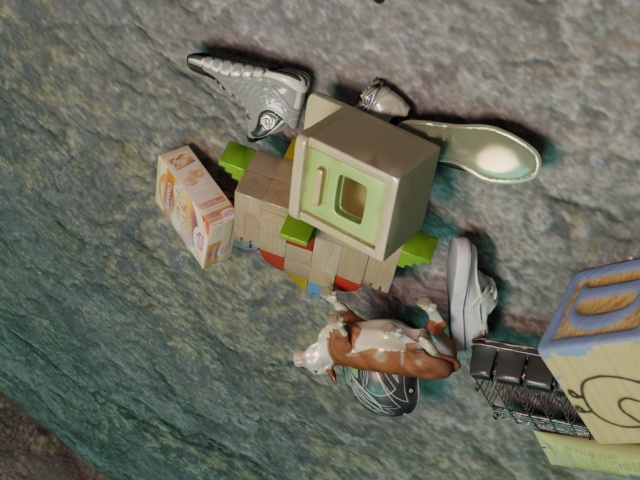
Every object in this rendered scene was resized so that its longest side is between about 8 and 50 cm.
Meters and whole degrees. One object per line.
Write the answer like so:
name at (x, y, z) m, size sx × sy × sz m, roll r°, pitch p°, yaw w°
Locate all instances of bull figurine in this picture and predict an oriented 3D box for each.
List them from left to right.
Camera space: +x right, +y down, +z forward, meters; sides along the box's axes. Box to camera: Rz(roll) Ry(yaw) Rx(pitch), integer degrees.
bull figurine at (0.087, 0.174, 1.504) m, size 0.311 × 0.101 × 0.188 m, roll 0°, pitch 141°, yaw 23°

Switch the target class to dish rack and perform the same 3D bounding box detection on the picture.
dish rack at (0.379, 0.267, 1.504) m, size 0.208 × 0.074 × 0.271 m, roll 9°, pitch 154°, yaw 29°

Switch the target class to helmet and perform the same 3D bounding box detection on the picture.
helmet at (0.125, 0.249, 1.646) m, size 0.169 × 0.161 × 0.169 m, roll 22°, pitch 138°, yaw 21°

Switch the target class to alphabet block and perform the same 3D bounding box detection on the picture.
alphabet block at (0.468, 0.160, 1.262) m, size 0.192 × 0.193 × 0.197 m, roll -17°, pitch 115°, yaw 48°

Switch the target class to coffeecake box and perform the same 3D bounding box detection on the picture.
coffeecake box at (-0.238, -0.063, 1.641) m, size 0.185 × 0.068 × 0.142 m, roll 52°, pitch 149°, yaw 22°

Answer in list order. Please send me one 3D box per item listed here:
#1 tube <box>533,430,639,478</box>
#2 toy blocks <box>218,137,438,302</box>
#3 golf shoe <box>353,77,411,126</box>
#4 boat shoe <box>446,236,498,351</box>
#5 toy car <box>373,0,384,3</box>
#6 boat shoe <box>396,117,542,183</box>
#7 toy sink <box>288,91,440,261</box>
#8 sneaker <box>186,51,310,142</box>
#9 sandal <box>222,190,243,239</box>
tube at (0.505, 0.388, 1.565) m, size 0.240 × 0.062 × 0.070 m, roll -6°, pitch 81°, yaw 47°
toy blocks at (0.000, 0.000, 1.506) m, size 0.382 × 0.190 × 0.261 m, roll 19°, pitch 148°, yaw 7°
golf shoe at (0.081, -0.168, 1.363) m, size 0.086 × 0.069 × 0.176 m, roll 31°, pitch 142°, yaw 2°
boat shoe at (0.259, 0.089, 1.459) m, size 0.084 × 0.095 × 0.258 m, roll -5°, pitch 138°, yaw 4°
toy car at (0.085, -0.367, 1.067) m, size 0.149 × 0.188 × 0.155 m, roll -22°, pitch 111°, yaw 48°
boat shoe at (0.223, -0.139, 1.276) m, size 0.228 × 0.069 × 0.081 m, roll 17°, pitch 108°, yaw 25°
toy sink at (0.037, -0.099, 1.290) m, size 0.234 × 0.131 × 0.152 m, roll 29°, pitch 133°, yaw 24°
sneaker at (-0.130, -0.231, 1.422) m, size 0.229 × 0.086 × 0.132 m, roll 18°, pitch 111°, yaw 25°
sandal at (-0.184, -0.067, 1.691) m, size 0.180 × 0.049 × 0.072 m, roll 34°, pitch 138°, yaw 31°
